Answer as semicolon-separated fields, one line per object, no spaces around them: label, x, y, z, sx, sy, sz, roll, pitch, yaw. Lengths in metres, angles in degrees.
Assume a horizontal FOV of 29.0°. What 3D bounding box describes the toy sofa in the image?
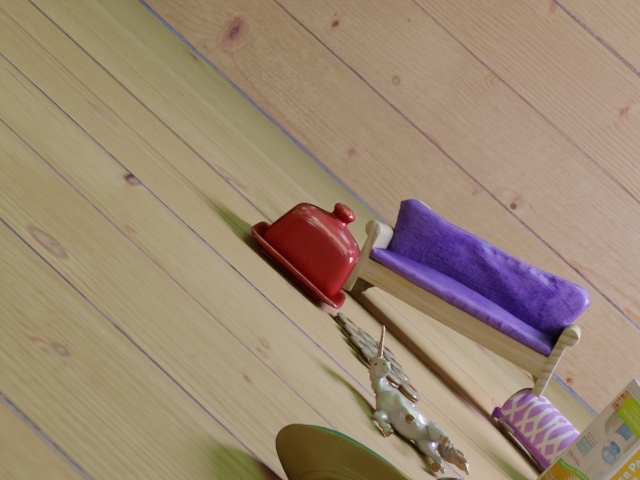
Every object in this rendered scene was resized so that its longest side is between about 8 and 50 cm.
toy sofa;0.231;0.078;1.919;0.362;0.177;0.150;29;5;12

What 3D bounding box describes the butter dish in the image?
butter dish;0.000;0.000;1.680;0.160;0.118;0.160;42;6;0

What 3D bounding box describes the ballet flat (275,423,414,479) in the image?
ballet flat;0.052;0.202;0.862;0.232;0.080;0.073;24;44;22

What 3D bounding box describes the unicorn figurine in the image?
unicorn figurine;0.093;0.188;1.343;0.162;0.060;0.111;57;3;-15

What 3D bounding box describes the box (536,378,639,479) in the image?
box;0.410;0.311;1.688;0.103;0.203;0.114;39;10;-21

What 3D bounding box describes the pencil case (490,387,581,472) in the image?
pencil case;0.348;0.308;1.868;0.088;0.086;0.206;-6;34;-32

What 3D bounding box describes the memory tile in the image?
memory tile;0.073;0.149;1.608;0.113;0.012;0.148;39;8;-25

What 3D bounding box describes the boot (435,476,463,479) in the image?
boot;0.155;0.283;1.171;0.106;0.037;0.114;35;15;-34
